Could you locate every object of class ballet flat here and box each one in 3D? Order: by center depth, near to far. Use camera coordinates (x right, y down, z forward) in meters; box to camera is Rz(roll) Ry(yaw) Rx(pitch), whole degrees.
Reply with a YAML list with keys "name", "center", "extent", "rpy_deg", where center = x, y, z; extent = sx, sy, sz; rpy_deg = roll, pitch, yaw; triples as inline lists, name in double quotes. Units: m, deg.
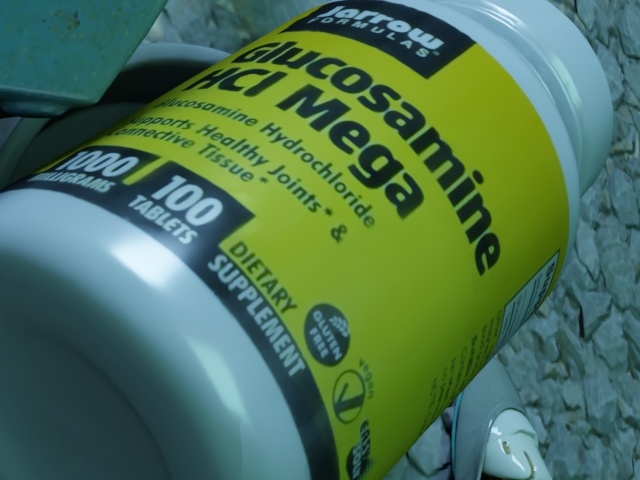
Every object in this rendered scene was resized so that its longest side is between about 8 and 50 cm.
- name: "ballet flat"
  center: [0.119, 0.176, 0.837]
  extent: [0.072, 0.068, 0.213]
  rpy_deg: [32, 60, -37]

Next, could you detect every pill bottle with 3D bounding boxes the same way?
- name: "pill bottle"
  center: [0.000, 0.000, 0.589]
  extent: [0.334, 0.188, 0.188]
  rpy_deg: [-40, 110, -43]

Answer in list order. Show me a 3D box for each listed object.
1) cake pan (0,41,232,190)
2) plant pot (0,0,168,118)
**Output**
- name: "cake pan"
  center: [-0.069, 0.044, 0.683]
  extent: [0.293, 0.054, 0.293]
  rpy_deg: [12, 73, -44]
- name: "plant pot"
  center: [-0.178, -0.174, 0.498]
  extent: [0.247, 0.248, 0.252]
  rpy_deg: [2, 88, -45]
